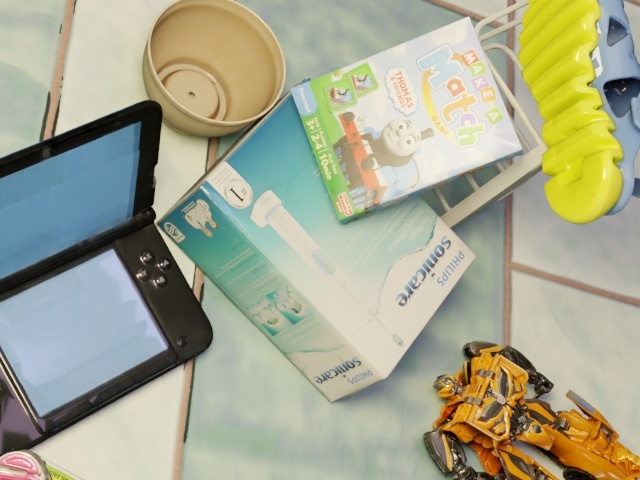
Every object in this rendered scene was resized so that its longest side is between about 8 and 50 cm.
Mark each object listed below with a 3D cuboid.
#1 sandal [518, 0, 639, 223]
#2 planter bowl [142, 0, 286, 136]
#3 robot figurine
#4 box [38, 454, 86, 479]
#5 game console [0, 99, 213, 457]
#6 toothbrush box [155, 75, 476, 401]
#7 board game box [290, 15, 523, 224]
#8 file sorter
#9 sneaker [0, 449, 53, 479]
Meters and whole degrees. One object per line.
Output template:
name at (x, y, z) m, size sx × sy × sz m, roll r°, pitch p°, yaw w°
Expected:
sandal at (0.304, -0.163, 1.429) m, size 0.138 × 0.126 × 0.317 m, roll 6°, pitch 72°, yaw -29°
planter bowl at (-0.134, -0.185, 1.510) m, size 0.162 × 0.109 × 0.162 m, roll 9°, pitch 66°, yaw -22°
robot figurine at (0.260, 0.247, 1.596) m, size 0.291 × 0.085 × 0.211 m, roll 37°, pitch 56°, yaw -14°
box at (-0.228, 0.309, 1.312) m, size 0.207 × 0.036 × 0.114 m, roll 32°, pitch 59°, yaw -17°
game console at (-0.245, 0.039, 1.323) m, size 0.293 × 0.173 × 0.250 m, roll -28°, pitch 87°, yaw -35°
toothbrush box at (0.000, 0.000, 1.511) m, size 0.295 × 0.126 × 0.216 m, roll 45°, pitch 55°, yaw -8°
board game box at (0.093, -0.130, 1.440) m, size 0.211 × 0.039 × 0.160 m, roll -22°, pitch 81°, yaw 6°
file sorter at (0.210, -0.149, 1.607) m, size 0.193 × 0.278 × 0.173 m, roll -29°, pitch 84°, yaw -35°
sneaker at (-0.269, 0.272, 1.240) m, size 0.063 × 0.075 × 0.170 m, roll -9°, pitch 98°, yaw -1°
